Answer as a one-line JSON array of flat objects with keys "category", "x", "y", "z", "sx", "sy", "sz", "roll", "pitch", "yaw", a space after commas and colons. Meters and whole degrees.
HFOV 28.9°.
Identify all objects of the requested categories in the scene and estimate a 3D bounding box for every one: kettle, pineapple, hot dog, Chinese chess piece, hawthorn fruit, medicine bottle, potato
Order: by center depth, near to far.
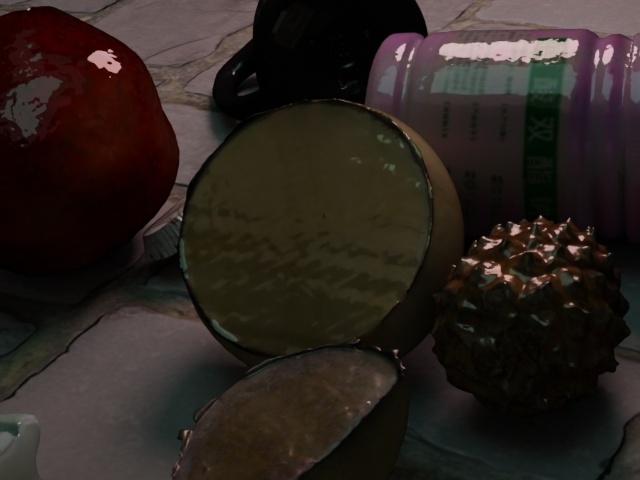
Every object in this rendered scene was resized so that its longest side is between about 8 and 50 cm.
[{"category": "potato", "x": -0.037, "y": 0.181, "z": 0.944, "sx": 0.138, "sy": 0.098, "sz": 0.243, "roll": 15, "pitch": 45, "yaw": 39}, {"category": "pineapple", "x": 0.184, "y": 0.057, "z": 1.025, "sx": 0.166, "sy": 0.166, "sz": 0.193, "roll": 14, "pitch": 32, "yaw": 32}, {"category": "Chinese chess piece", "x": 0.000, "y": 0.000, "z": 1.103, "sx": 0.257, "sy": 0.104, "sz": 0.257, "roll": -7, "pitch": 70, "yaw": 21}, {"category": "medicine bottle", "x": 0.221, "y": -0.102, "z": 1.223, "sx": 0.325, "sy": 0.212, "sz": 0.212, "roll": 4, "pitch": 34, "yaw": 18}, {"category": "hawthorn fruit", "x": -0.292, "y": -0.080, "z": 1.280, "sx": 0.265, "sy": 0.265, "sz": 0.307, "roll": 4, "pitch": 38, "yaw": 19}, {"category": "hot dog", "x": -0.118, "y": -0.035, "z": 1.329, "sx": 0.099, "sy": 0.053, "sz": 0.192, "roll": -21, "pitch": 16, "yaw": 36}, {"category": "kettle", "x": 0.000, "y": -0.251, "z": 1.574, "sx": 0.207, "sy": 0.251, "sz": 0.271, "roll": 17, "pitch": 19, "yaw": -16}]

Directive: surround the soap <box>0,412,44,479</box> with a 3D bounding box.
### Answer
[{"category": "soap", "x": -0.371, "y": 0.197, "z": 0.980, "sx": 0.265, "sy": 0.087, "sz": 0.160, "roll": 1, "pitch": 16, "yaw": 16}]
